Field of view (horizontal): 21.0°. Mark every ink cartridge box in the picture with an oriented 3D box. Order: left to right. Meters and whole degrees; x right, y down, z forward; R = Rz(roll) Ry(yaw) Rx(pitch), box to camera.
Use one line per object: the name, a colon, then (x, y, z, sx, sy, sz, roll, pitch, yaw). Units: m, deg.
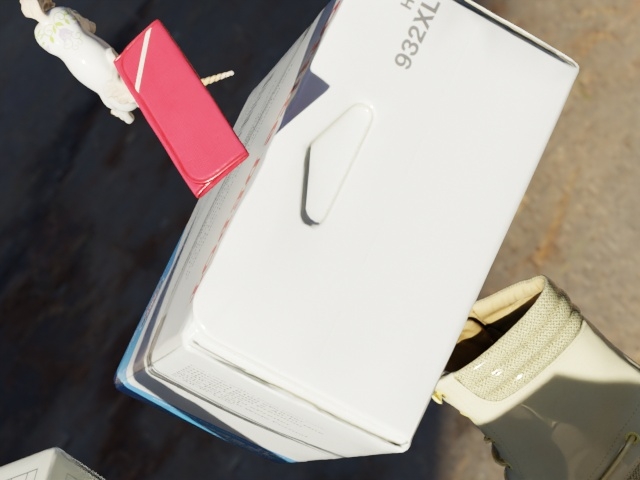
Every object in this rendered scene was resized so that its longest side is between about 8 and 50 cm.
ink cartridge box: (0.000, 0.000, 0.976, 0.223, 0.129, 0.307, -64, 8, -13)

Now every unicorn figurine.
unicorn figurine: (-0.149, -0.123, 1.221, 0.060, 0.161, 0.111, -64, 5, -2)

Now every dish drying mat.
dish drying mat: (-0.064, -0.060, 0.778, 0.032, 0.008, 0.083, -40, 64, 14)

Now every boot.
boot: (0.139, 0.150, 1.266, 0.262, 0.203, 0.095, -40, 22, 34)

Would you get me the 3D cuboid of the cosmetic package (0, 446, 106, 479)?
cosmetic package: (-0.245, 0.253, 1.046, 0.309, 0.113, 0.160, -23, 41, 34)
